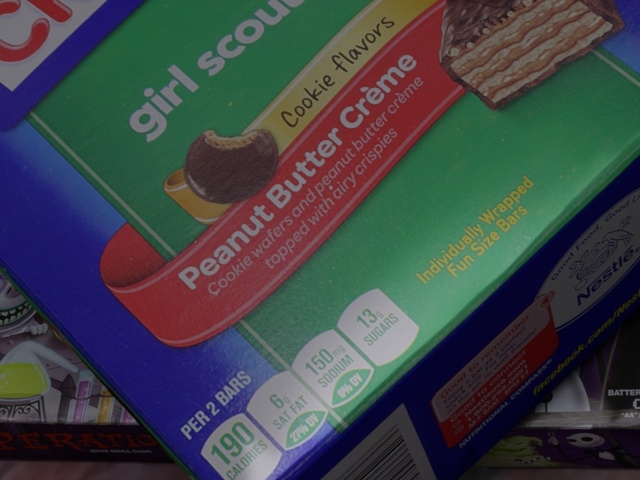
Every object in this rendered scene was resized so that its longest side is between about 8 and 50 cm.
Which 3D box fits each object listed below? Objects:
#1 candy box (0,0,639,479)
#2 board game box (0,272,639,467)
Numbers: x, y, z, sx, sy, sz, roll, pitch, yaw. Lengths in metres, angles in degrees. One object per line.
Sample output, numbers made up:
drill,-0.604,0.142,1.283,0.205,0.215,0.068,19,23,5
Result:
candy box,-0.018,-0.058,0.646,0.268,0.122,0.317,-42,58,-11
board game box,0.000,0.000,0.706,0.346,0.056,0.208,-2,56,13
